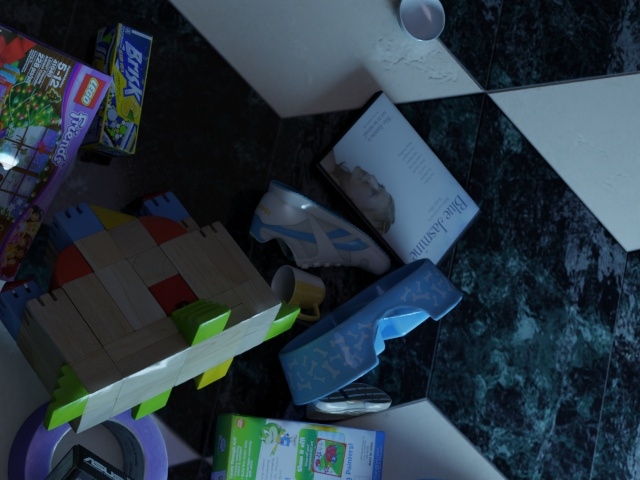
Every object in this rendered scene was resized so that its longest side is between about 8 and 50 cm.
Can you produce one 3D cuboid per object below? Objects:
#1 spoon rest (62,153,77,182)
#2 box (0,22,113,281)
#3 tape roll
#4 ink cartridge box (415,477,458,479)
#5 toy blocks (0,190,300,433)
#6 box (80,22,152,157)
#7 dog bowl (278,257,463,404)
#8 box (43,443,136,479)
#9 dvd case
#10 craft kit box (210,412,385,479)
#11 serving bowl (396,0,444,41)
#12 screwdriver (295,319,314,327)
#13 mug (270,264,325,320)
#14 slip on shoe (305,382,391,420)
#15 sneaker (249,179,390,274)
[{"bbox_3d":[-0.432,-0.129,1.660,0.276,0.084,0.137,0,85,-42],"label":"spoon rest"},{"bbox_3d":[-0.392,-0.104,1.569,0.201,0.057,0.293,20,99,-56],"label":"box"},{"bbox_3d":[-0.296,0.289,1.669,0.189,0.080,0.189,3,83,-28],"label":"tape roll"},{"bbox_3d":[0.231,0.496,1.907,0.278,0.117,0.201,34,69,-21],"label":"ink cartridge box"},{"bbox_3d":[-0.245,0.061,1.648,0.381,0.190,0.261,-25,66,-34],"label":"toy blocks"},{"bbox_3d":[-0.274,-0.200,1.752,0.059,0.054,0.169,17,76,-41],"label":"box"},{"bbox_3d":[0.065,0.121,1.840,0.297,0.166,0.074,-33,95,-28],"label":"dog bowl"},{"bbox_3d":[-0.292,0.409,1.592,0.216,0.060,0.270,36,101,-20],"label":"box"},{"bbox_3d":[0.117,-0.076,1.966,0.253,0.022,0.180,49,59,-15],"label":"dvd case"},{"bbox_3d":[-0.036,0.376,1.815,0.247,0.061,0.249,12,78,-29],"label":"craft kit box"},{"bbox_3d":[0.151,-0.345,2.023,0.083,0.027,0.083,4,83,-28],"label":"serving bowl"},{"bbox_3d":[-0.063,0.105,1.859,0.170,0.025,0.024,24,72,-33],"label":"screwdriver"},{"bbox_3d":[-0.028,0.078,1.855,0.064,0.062,0.078,13,75,-36],"label":"mug"},{"bbox_3d":[0.039,0.237,1.882,0.135,0.051,0.041,1,123,-36],"label":"slip on shoe"},{"bbox_3d":[0.000,0.000,1.874,0.229,0.087,0.092,29,94,-27],"label":"sneaker"}]
